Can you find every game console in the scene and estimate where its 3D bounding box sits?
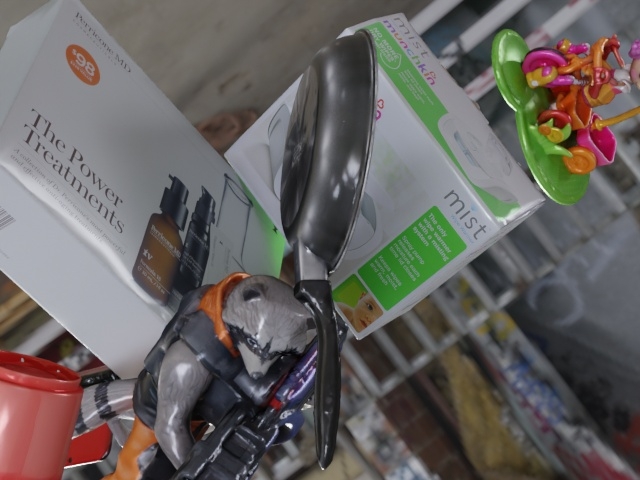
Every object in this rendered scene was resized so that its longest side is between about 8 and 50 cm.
[{"bbox_3d":[-0.239,0.181,1.325,0.144,0.085,0.124,-16,180,37],"label":"game console"}]

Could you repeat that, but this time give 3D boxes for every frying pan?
[{"bbox_3d":[-0.005,-0.007,0.992,0.197,0.053,0.326,-140,-120,-77],"label":"frying pan"}]

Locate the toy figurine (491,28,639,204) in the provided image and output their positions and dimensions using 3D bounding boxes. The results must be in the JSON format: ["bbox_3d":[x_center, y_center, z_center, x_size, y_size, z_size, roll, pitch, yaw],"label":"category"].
[{"bbox_3d":[0.249,-0.123,1.030,0.159,0.173,0.130,-14,-141,36],"label":"toy figurine"}]

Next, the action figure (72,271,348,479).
[{"bbox_3d":[-0.130,0.149,1.050,0.330,0.178,0.341,-44,-177,28],"label":"action figure"}]

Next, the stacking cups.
[{"bbox_3d":[-0.198,0.216,0.676,0.096,0.096,0.316,24,82,-80],"label":"stacking cups"}]

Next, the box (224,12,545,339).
[{"bbox_3d":[0.068,-0.070,1.364,0.231,0.262,0.127,-41,172,37],"label":"box"}]

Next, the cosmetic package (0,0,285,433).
[{"bbox_3d":[-0.192,-0.026,1.268,0.097,0.377,0.284,-27,-147,24],"label":"cosmetic package"}]
